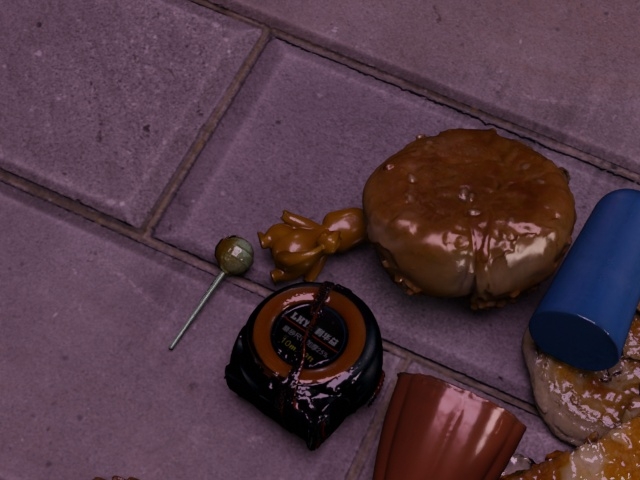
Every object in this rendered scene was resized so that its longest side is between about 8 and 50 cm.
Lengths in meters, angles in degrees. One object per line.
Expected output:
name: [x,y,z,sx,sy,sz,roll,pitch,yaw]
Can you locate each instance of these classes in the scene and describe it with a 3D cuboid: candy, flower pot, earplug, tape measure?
candy: [-0.168,0.079,1.861,0.061,0.061,0.202,30,73,12]
flower pot: [0.161,0.292,1.694,0.191,0.190,0.173,22,74,9]
earplug: [0.408,0.039,1.783,0.132,0.132,0.273,26,60,10]
tape measure: [-0.015,0.166,1.773,0.202,0.135,0.223,30,62,24]

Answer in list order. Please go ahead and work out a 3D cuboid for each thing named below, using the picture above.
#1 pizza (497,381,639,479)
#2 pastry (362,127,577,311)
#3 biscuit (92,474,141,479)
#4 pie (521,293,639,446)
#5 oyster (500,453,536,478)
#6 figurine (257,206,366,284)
pizza: [0.413,0.371,1.670,0.440,0.130,0.406,37,65,-5]
pastry: [0.218,-0.022,1.851,0.316,0.184,0.284,-6,52,-6]
biscuit: [-0.276,0.354,1.722,0.092,0.016,0.082,-21,60,-14]
pie: [0.459,0.166,1.826,0.339,0.077,0.339,2,62,-3]
oyster: [0.271,0.358,1.728,0.146,0.045,0.121,27,83,32]
figurine: [0.003,-0.001,1.864,0.176,0.122,0.121,-24,100,-22]
